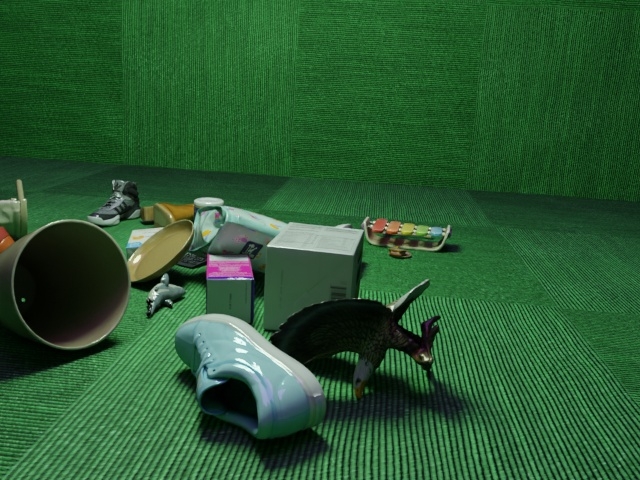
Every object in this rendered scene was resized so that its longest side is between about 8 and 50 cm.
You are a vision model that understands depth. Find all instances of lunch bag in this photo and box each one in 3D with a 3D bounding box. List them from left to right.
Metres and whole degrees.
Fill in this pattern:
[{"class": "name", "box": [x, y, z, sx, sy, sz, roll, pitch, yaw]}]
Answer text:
[{"class": "lunch bag", "box": [-0.210, -0.007, 1.740, 0.224, 0.160, 0.262, 20, -15, -28]}]

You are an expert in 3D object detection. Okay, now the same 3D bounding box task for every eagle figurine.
[{"class": "eagle figurine", "box": [0.065, 0.183, 1.209, 0.299, 0.226, 0.225, 12, 36, 11]}]

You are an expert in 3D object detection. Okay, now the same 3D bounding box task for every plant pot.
[{"class": "plant pot", "box": [-0.586, 0.096, 1.341, 0.274, 0.256, 0.257, -6, 6, 37]}, {"class": "plant pot", "box": [-0.434, 0.035, 1.757, 0.236, 0.032, 0.236, -26, 31, 17]}]

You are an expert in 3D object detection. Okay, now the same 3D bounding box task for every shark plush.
[{"class": "shark plush", "box": [-0.379, 0.136, 1.559, 0.067, 0.073, 0.161, 34, 9, -3]}]

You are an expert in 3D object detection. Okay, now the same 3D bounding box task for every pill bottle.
[{"class": "pill bottle", "box": [-0.355, -0.046, 2.046, 0.094, 0.169, 0.094, 3, 15, -1]}]

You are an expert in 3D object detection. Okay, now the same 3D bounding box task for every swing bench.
[{"class": "swing bench", "box": [-1.079, -0.083, 2.053, 0.254, 0.165, 0.255, -3, 21, -27]}]

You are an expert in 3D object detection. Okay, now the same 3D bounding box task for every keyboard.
[{"class": "keyboard", "box": [-0.418, 0.049, 1.956, 0.180, 0.023, 0.108, 12, 16, 29]}]

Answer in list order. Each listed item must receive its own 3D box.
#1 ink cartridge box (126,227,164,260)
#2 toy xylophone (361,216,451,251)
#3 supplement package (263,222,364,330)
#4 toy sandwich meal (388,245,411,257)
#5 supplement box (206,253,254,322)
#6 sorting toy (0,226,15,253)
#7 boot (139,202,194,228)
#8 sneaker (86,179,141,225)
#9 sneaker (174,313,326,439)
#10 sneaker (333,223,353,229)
[{"class": "ink cartridge box", "box": [-0.518, 0.010, 1.943, 0.105, 0.061, 0.181, -5, 22, -7]}, {"class": "toy xylophone", "box": [0.307, -0.029, 2.323, 0.323, 0.081, 0.236, 4, 14, 3]}, {"class": "supplement package", "box": [-0.010, 0.085, 1.542, 0.198, 0.199, 0.262, 6, 14, 7]}, {"class": "toy sandwich meal", "box": [0.264, 0.037, 2.152, 0.086, 0.029, 0.085, 3, 14, -1]}, {"class": "supplement box", "box": [-0.222, 0.112, 1.568, 0.114, 0.111, 0.220, 1, 13, -8]}, {"class": "sorting toy", "box": [-0.840, 0.081, 1.635, 0.126, 0.127, 0.365, 31, 13, -11]}, {"class": "boot", "box": [-0.509, -0.094, 2.340, 0.211, 0.104, 0.295, -6, 13, -34]}, {"class": "sneaker", "box": [-0.762, -0.144, 2.376, 0.101, 0.153, 0.269, 8, 15, 20]}, {"class": "sneaker", "box": [-0.165, 0.222, 1.095, 0.366, 0.135, 0.150, 15, 15, 42]}, {"class": "sneaker", "box": [0.000, 0.000, 2.060, 0.152, 0.114, 0.305, 14, 18, 34]}]
